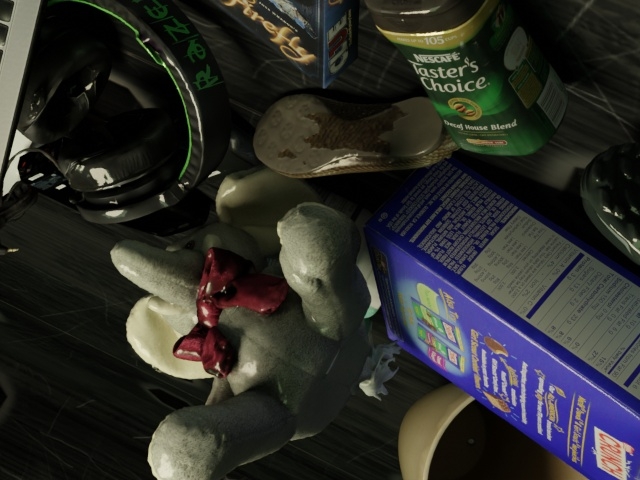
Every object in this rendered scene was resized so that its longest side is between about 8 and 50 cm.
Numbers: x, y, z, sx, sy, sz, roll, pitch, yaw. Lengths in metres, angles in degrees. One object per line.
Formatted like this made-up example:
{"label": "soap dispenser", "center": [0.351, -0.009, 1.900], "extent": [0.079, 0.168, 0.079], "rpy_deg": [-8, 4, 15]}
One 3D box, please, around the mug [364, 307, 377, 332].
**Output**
{"label": "mug", "center": [0.009, 0.097, 1.568], "extent": [0.157, 0.097, 0.129], "rpy_deg": [-14, 138, 8]}

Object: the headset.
{"label": "headset", "center": [-0.253, -0.105, 1.258], "extent": [0.243, 0.185, 0.394], "rpy_deg": [50, 141, -5]}

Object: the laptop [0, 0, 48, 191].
{"label": "laptop", "center": [-0.445, -0.246, 1.026], "extent": [0.382, 0.408, 0.236], "rpy_deg": [23, -160, 13]}

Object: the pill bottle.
{"label": "pill bottle", "center": [0.000, 0.000, 1.355], "extent": [0.180, 0.108, 0.108], "rpy_deg": [27, 159, 3]}

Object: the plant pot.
{"label": "plant pot", "center": [0.204, 0.282, 1.607], "extent": [0.256, 0.256, 0.274], "rpy_deg": [34, 174, -15]}

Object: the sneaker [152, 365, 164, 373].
{"label": "sneaker", "center": [-0.144, 0.040, 1.580], "extent": [0.129, 0.147, 0.330], "rpy_deg": [4, 146, -27]}

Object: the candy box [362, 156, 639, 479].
{"label": "candy box", "center": [0.208, 0.090, 1.205], "extent": [0.317, 0.122, 0.268], "rpy_deg": [36, 164, 23]}

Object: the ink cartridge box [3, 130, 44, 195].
{"label": "ink cartridge box", "center": [-0.477, -0.199, 1.510], "extent": [0.308, 0.091, 0.385], "rpy_deg": [30, 160, -6]}

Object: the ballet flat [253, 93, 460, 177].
{"label": "ballet flat", "center": [0.034, -0.096, 1.157], "extent": [0.250, 0.084, 0.058], "rpy_deg": [0, 170, 44]}

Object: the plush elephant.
{"label": "plush elephant", "center": [-0.084, 0.063, 1.213], "extent": [0.255, 0.272, 0.330], "rpy_deg": [30, -175, 25]}

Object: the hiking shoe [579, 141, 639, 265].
{"label": "hiking shoe", "center": [0.331, 0.031, 1.015], "extent": [0.304, 0.113, 0.132], "rpy_deg": [30, 158, -4]}

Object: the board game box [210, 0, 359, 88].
{"label": "board game box", "center": [-0.074, -0.235, 0.917], "extent": [0.243, 0.042, 0.165], "rpy_deg": [39, 161, 16]}

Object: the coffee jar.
{"label": "coffee jar", "center": [0.109, -0.145, 0.933], "extent": [0.096, 0.079, 0.184], "rpy_deg": [9, 151, 40]}

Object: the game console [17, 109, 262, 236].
{"label": "game console", "center": [-0.186, -0.080, 1.453], "extent": [0.213, 0.044, 0.361], "rpy_deg": [24, 156, -35]}
